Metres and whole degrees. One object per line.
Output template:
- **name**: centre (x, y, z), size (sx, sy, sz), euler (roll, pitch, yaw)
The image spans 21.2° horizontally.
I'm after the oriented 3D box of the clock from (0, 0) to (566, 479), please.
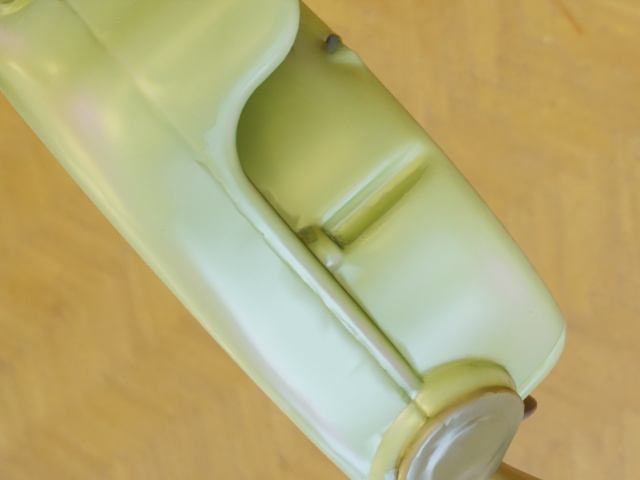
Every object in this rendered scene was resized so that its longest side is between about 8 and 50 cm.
- **clock**: centre (0.000, 0.000, 0.453), size (0.232, 0.069, 0.170), euler (49, 178, -29)
